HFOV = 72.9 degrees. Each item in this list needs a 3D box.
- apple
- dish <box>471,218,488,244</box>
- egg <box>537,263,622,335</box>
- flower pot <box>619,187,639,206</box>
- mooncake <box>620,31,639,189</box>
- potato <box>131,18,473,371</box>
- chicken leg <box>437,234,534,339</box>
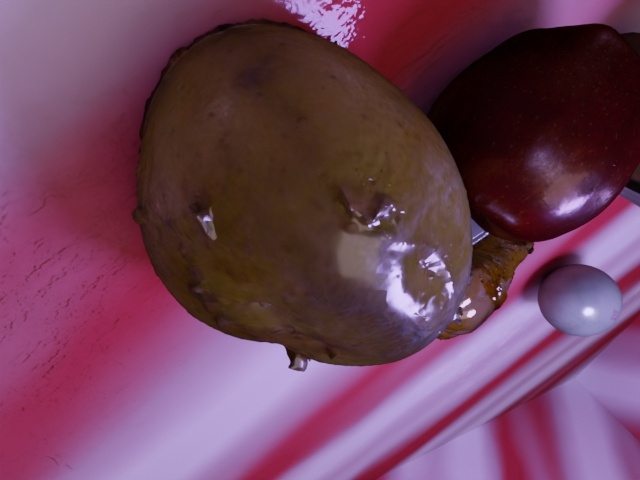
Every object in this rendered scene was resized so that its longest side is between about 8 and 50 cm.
[{"bbox_3d":[0.310,-0.146,0.639,0.317,0.288,0.288,-48,141,0],"label":"apple"},{"bbox_3d":[0.279,-0.054,0.857,0.151,0.077,0.212,-33,141,-4],"label":"dish"},{"bbox_3d":[0.842,0.192,1.403,0.371,0.230,0.230,7,125,-47],"label":"egg"},{"bbox_3d":[0.956,-0.171,1.151,0.239,0.190,0.209,-47,139,13],"label":"flower pot"},{"bbox_3d":[0.657,-0.221,0.854,0.246,0.393,0.394,-57,177,24],"label":"mooncake"},{"bbox_3d":[0.000,0.000,0.526,0.385,0.319,0.442,-44,138,8],"label":"potato"},{"bbox_3d":[0.361,0.091,1.033,0.409,0.182,0.295,-36,154,-26],"label":"chicken leg"}]
